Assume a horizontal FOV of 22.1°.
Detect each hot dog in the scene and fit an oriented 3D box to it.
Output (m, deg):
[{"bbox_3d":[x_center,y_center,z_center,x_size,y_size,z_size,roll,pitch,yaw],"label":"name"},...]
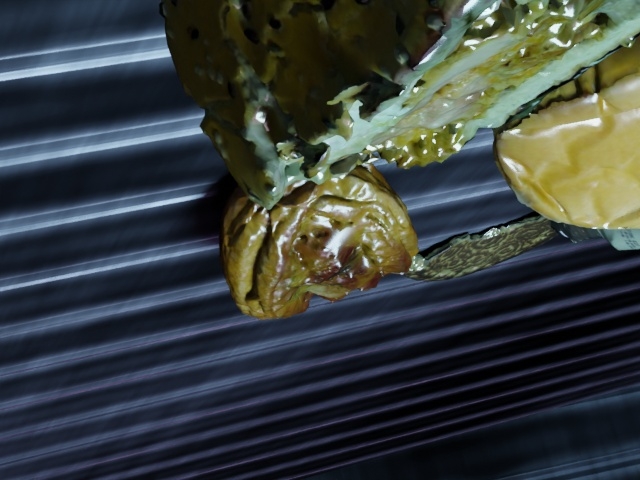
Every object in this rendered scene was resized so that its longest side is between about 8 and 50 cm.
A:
[{"bbox_3d":[-0.003,-0.002,1.338,0.160,0.099,0.227,-20,167,7],"label":"hot dog"}]

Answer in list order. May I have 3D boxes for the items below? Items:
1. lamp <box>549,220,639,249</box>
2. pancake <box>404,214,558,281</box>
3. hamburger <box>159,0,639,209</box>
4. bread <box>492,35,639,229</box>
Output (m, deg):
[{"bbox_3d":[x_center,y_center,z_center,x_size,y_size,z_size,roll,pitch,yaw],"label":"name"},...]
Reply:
[{"bbox_3d":[0.357,-0.057,1.500,0.314,0.182,0.182,3,170,17],"label":"lamp"},{"bbox_3d":[0.173,0.001,1.677,0.190,0.020,0.184,-13,164,-24],"label":"pancake"},{"bbox_3d":[0.039,-0.141,0.779,0.167,0.192,0.288,-25,171,-35],"label":"hamburger"},{"bbox_3d":[0.248,-0.128,1.057,0.288,0.156,0.204,-20,145,29],"label":"bread"}]
